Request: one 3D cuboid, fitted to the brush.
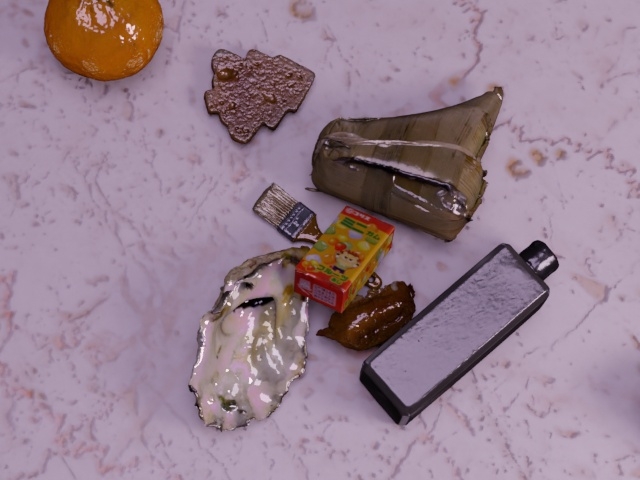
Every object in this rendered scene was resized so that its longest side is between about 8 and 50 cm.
[{"bbox_3d":[0.000,0.000,1.740,0.170,0.014,0.043,38,75,8],"label":"brush"}]

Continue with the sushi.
[{"bbox_3d":[0.052,0.081,1.698,0.118,0.061,0.060,-14,31,-21],"label":"sushi"}]

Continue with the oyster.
[{"bbox_3d":[-0.081,0.101,1.682,0.133,0.072,0.209,9,88,-24],"label":"oyster"}]

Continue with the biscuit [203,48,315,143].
[{"bbox_3d":[-0.068,-0.169,1.783,0.130,0.019,0.119,-12,74,-4],"label":"biscuit"}]

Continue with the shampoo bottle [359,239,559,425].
[{"bbox_3d":[0.155,0.090,1.682,0.246,0.080,0.079,-40,80,-11],"label":"shampoo bottle"}]

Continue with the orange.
[{"bbox_3d":[-0.243,-0.244,1.751,0.135,0.117,0.136,-1,79,4],"label":"orange"}]

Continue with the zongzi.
[{"bbox_3d":[0.099,-0.114,1.736,0.194,0.099,0.197,18,64,4],"label":"zongzi"}]

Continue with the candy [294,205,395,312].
[{"bbox_3d":[0.026,0.019,1.686,0.062,0.038,0.122,24,46,17],"label":"candy"}]
